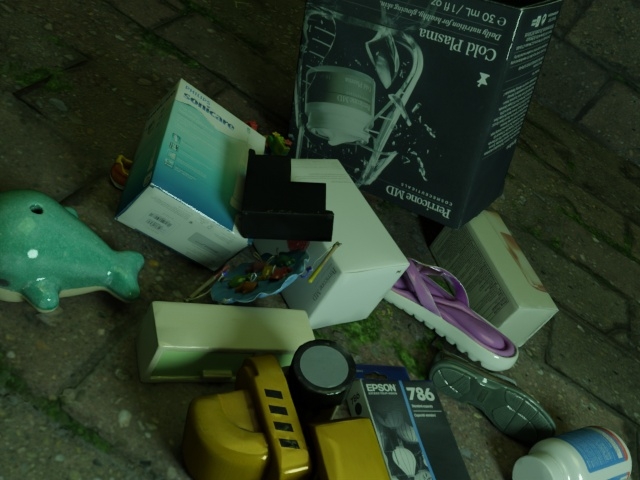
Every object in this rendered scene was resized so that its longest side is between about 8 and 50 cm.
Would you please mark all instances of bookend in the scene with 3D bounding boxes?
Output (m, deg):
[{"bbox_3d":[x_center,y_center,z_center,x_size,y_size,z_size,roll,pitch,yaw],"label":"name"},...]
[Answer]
[{"bbox_3d":[-0.056,-0.082,1.191,0.156,0.072,0.157,2,51,-2],"label":"bookend"}]

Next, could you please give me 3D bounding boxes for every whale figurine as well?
[{"bbox_3d":[-0.403,0.012,1.039,0.272,0.141,0.216,17,40,-21],"label":"whale figurine"}]

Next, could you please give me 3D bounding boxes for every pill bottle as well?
[{"bbox_3d":[0.459,0.419,1.231,0.222,0.124,0.124,1,48,-36],"label":"pill bottle"}]

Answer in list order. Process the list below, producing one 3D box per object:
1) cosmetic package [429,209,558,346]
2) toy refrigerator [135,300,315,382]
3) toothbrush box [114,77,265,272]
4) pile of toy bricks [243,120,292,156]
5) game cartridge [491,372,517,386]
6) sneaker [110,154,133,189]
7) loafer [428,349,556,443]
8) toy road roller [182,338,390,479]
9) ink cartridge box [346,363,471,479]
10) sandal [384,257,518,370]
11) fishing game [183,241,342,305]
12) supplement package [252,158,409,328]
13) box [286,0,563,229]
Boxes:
[{"bbox_3d":[0.386,0.082,1.526,0.129,0.153,0.296,6,47,-30],"label":"cosmetic package"},{"bbox_3d":[-0.149,0.171,1.081,0.270,0.102,0.094,7,45,-31],"label":"toy refrigerator"},{"bbox_3d":[-0.232,-0.124,1.257,0.216,0.126,0.295,32,42,-31],"label":"toothbrush box"},{"bbox_3d":[-0.100,-0.191,1.509,0.118,0.105,0.212,-4,51,-39],"label":"pile of toy bricks"},{"bbox_3d":[0.372,0.303,1.385,0.083,0.017,0.056,19,43,-19],"label":"game cartridge"},{"bbox_3d":[-0.317,-0.116,1.303,0.175,0.067,0.064,14,40,-26],"label":"sneaker"},{"bbox_3d":[0.339,0.296,1.310,0.268,0.096,0.084,30,27,1],"label":"loafer"},{"bbox_3d":[-0.055,0.315,0.926,0.241,0.202,0.329,-5,50,-21],"label":"toy road roller"},{"bbox_3d":[0.147,0.337,1.147,0.165,0.065,0.332,7,44,-29],"label":"ink cartridge box"},{"bbox_3d":[0.245,0.107,1.405,0.416,0.102,0.169,36,26,15],"label":"sandal"},{"bbox_3d":[-0.107,0.053,1.144,0.189,0.264,0.041,-46,120,-52],"label":"fishing game"},{"bbox_3d":[0.000,0.000,1.314,0.175,0.177,0.293,-5,51,-40],"label":"supplement package"},{"bbox_3d":[0.212,-0.355,1.511,0.480,0.471,0.297,25,34,25],"label":"box"}]
